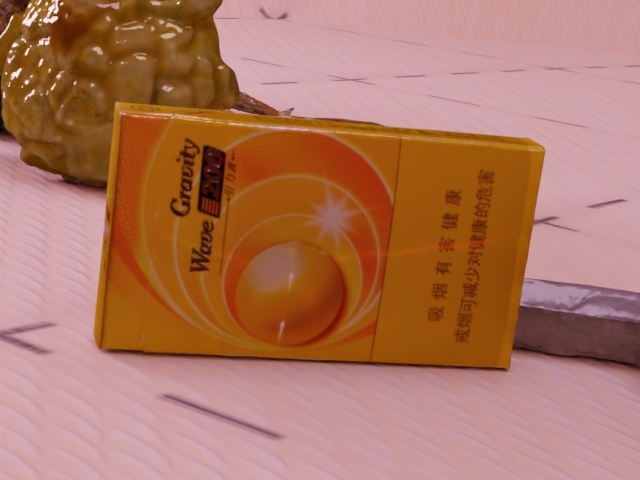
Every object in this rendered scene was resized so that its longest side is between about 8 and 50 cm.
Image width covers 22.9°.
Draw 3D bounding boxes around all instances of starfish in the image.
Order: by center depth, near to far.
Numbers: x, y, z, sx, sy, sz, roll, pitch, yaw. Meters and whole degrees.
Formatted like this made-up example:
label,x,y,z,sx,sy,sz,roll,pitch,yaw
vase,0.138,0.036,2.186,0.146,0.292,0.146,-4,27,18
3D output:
label,x,y,z,sx,sy,sz,roll,pitch,yaw
starfish,-0.159,-0.214,1.927,0.138,0.050,0.247,11,-19,48

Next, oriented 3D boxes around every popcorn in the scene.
label,x,y,z,sx,sy,sz,roll,pitch,yaw
popcorn,-0.189,-0.160,1.458,0.235,0.216,0.181,27,17,28

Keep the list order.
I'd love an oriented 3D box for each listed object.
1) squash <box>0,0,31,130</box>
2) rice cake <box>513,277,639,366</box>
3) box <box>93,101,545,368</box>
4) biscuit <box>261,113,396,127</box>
label,x,y,z,sx,sy,sz,roll,pitch,yaw
squash,-0.321,-0.237,1.648,0.252,0.252,0.165,7,18,-1
rice cake,0.204,0.058,1.077,0.270,0.049,0.055,7,34,2
box,0.000,0.000,0.985,0.269,0.152,0.043,3,13,-15
biscuit,0.004,-0.117,1.780,0.249,0.035,0.184,0,14,-29
